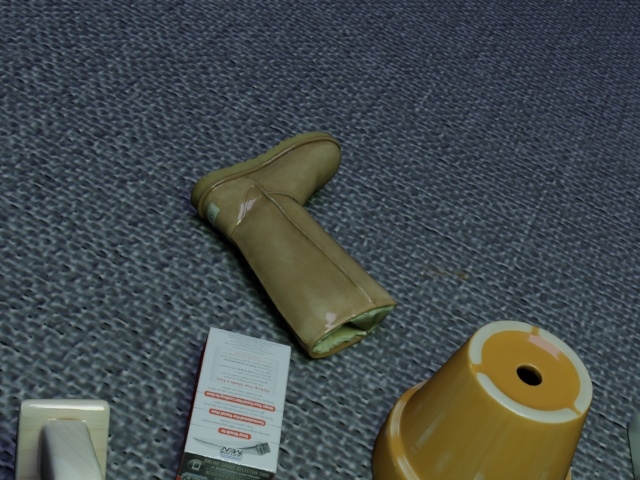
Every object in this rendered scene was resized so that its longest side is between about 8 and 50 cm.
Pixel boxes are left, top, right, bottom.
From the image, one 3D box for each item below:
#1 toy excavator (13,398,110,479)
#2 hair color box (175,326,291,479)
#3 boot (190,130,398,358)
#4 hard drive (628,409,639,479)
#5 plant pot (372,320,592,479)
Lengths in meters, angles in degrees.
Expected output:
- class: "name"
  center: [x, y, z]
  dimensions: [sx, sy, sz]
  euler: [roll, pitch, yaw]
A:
- class: "toy excavator"
  center: [-0.167, 0.308, 0.726]
  dimensions: [0.222, 0.433, 0.445]
  euler: [5, 71, -17]
- class: "hair color box"
  center: [-0.087, 0.174, 1.062]
  dimensions: [0.093, 0.053, 0.167]
  euler: [15, 39, -7]
- class: "boot"
  center: [0.000, 0.000, 1.271]
  dimensions: [0.236, 0.089, 0.269]
  euler: [-27, 58, -28]
- class: "hard drive"
  center: [0.526, 0.326, 1.141]
  dimensions: [0.353, 0.047, 0.233]
  euler: [15, 41, -6]
- class: "plant pot"
  center: [0.176, 0.189, 1.044]
  dimensions: [0.205, 0.188, 0.205]
  euler: [11, 41, -10]
